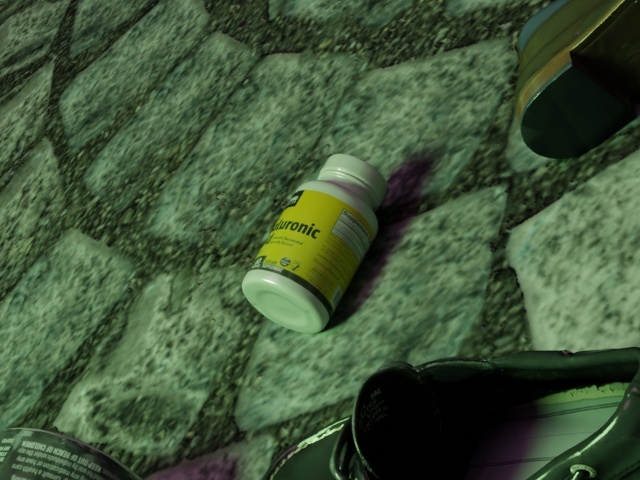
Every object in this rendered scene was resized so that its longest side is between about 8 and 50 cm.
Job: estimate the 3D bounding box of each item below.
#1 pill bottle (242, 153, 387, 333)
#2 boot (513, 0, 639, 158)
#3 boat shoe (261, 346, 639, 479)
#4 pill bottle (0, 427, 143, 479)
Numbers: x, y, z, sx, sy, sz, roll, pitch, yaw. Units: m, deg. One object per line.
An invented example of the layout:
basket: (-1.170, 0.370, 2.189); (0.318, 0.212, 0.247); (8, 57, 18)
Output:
pill bottle: (0.000, 0.000, 1.183); (0.065, 0.065, 0.116); (-4, 48, 51)
boot: (0.205, -0.153, 1.089); (0.219, 0.082, 0.106); (-37, 32, 21)
boat shoe: (0.067, 0.110, 0.900); (0.340, 0.113, 0.127); (-6, 48, 50)
pill bottle: (-0.200, 0.248, 1.063); (0.130, 0.130, 0.245); (-15, 41, 44)
